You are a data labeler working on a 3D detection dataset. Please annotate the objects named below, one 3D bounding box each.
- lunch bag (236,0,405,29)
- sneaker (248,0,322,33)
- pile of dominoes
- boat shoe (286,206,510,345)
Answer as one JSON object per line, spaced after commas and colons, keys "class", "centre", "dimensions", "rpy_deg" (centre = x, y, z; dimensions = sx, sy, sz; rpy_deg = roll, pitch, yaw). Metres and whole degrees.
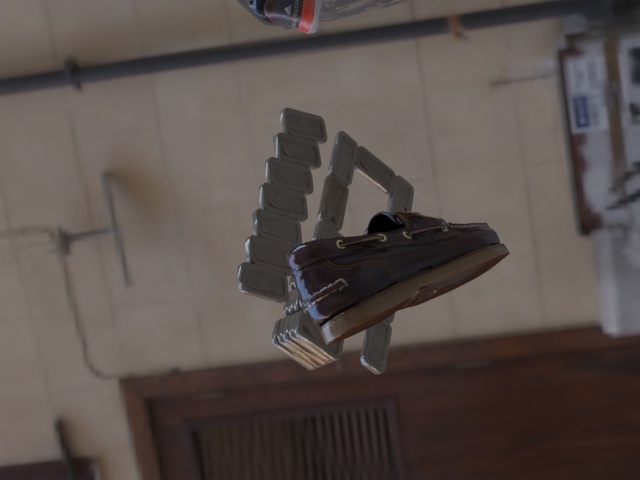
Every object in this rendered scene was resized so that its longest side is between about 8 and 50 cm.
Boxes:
{"class": "lunch bag", "centre": [0.026, -0.355, 1.739], "dimensions": [0.287, 0.235, 0.168], "rpy_deg": [26, -130, -75]}
{"class": "sneaker", "centre": [-0.034, -0.214, 1.153], "dimensions": [0.158, 0.065, 0.061], "rpy_deg": [-103, 19, -64]}
{"class": "pile of dominoes", "centre": [0.000, 0.000, 1.405], "dimensions": [0.196, 0.040, 0.251], "rpy_deg": [37, -133, -31]}
{"class": "boat shoe", "centre": [0.058, 0.011, 1.006], "dimensions": [0.207, 0.073, 0.073], "rpy_deg": [-16, -109, -52]}
